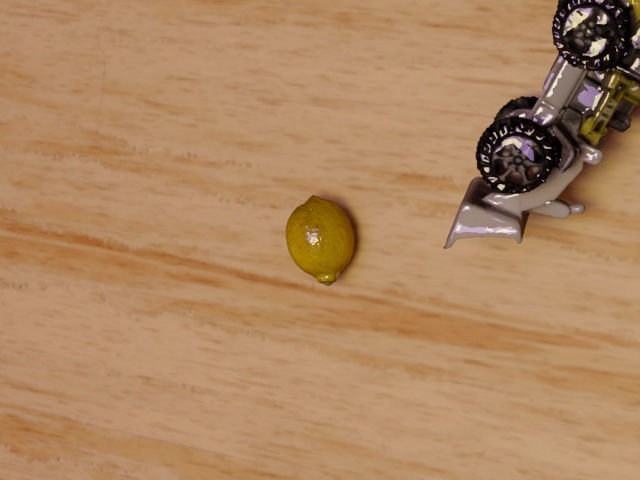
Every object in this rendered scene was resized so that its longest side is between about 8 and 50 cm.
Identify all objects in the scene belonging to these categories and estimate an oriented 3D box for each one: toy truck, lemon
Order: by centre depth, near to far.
[{"bbox_3d":[0.203,-0.104,1.447,0.111,0.136,0.285,31,109,2],"label":"toy truck"},{"bbox_3d":[0.000,0.000,1.598,0.062,0.062,0.083,-13,85,28],"label":"lemon"}]
